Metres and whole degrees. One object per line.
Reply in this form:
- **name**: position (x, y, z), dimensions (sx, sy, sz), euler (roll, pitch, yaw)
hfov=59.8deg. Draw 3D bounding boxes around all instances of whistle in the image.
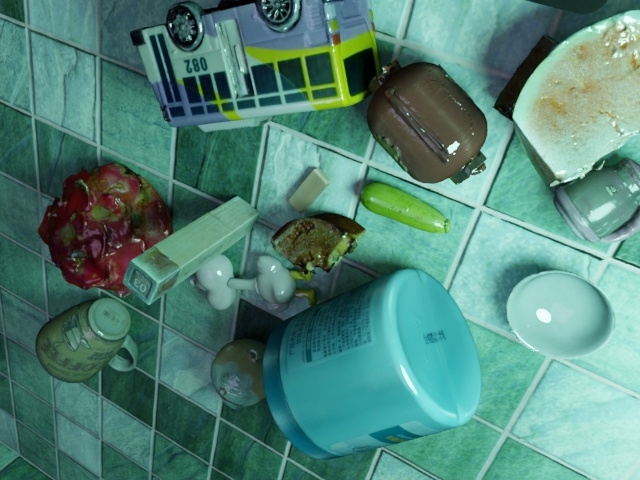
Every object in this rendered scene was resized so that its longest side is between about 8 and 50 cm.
- **whistle**: position (-0.230, 0.399, 1.544), dimensions (0.189, 0.189, 0.348), euler (37, 137, 8)

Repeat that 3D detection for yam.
- **yam**: position (0.360, -0.264, 0.934), dimensions (0.079, 0.079, 0.141), euler (36, 123, 9)

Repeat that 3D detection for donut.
- **donut**: position (0.005, -0.008, 1.229), dimensions (0.186, 0.126, 0.144), euler (-41, 83, 33)

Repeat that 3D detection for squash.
- **squash**: position (0.172, -0.065, 1.142), dimensions (0.201, 0.066, 0.066), euler (25, 123, 16)

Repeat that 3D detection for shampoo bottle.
- **shampoo bottle**: position (0.110, 0.260, 1.175), dimensions (0.342, 0.331, 0.331), euler (-29, 97, 35)

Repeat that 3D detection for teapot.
- **teapot**: position (0.491, -0.061, 0.940), dimensions (0.146, 0.116, 0.148), euler (-37, 89, 26)

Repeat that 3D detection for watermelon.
- **watermelon**: position (0.449, -0.214, 0.832), dimensions (0.305, 0.180, 0.224), euler (-34, 135, 14)

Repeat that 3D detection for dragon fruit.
- **dragon fruit**: position (-0.597, -0.009, 1.504), dimensions (0.386, 0.249, 0.371), euler (-11, 103, 30)

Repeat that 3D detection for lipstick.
- **lipstick**: position (-0.271, 0.008, 1.235), dimensions (0.079, 0.371, 0.076), euler (38, 127, 8)

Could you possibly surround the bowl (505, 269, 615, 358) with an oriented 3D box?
- **bowl**: position (0.458, 0.126, 1.065), dimensions (0.189, 0.086, 0.189), euler (12, 117, 24)

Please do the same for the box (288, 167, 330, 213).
- **box**: position (-0.026, -0.112, 1.256), dimensions (0.048, 0.025, 0.115), euler (48, 127, 7)

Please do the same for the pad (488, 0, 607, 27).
- **pad**: position (0.294, -0.467, 0.827), dimensions (0.375, 0.063, 0.315), euler (42, 144, 40)

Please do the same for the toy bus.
- **toy bus**: position (-0.123, -0.352, 1.079), dimensions (0.439, 0.209, 0.249), euler (0, 115, 27)

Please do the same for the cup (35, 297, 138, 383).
- **cup**: position (-0.688, 0.316, 1.742), dimensions (0.257, 0.227, 0.301), euler (-30, 126, 32)

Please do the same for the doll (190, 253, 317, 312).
- **doll**: position (-0.187, 0.109, 1.413), dimensions (0.365, 0.094, 0.160), euler (2, 117, 28)

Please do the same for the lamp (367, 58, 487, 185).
- **lamp**: position (0.190, -0.205, 0.993), dimensions (0.258, 0.180, 0.180), euler (48, 127, 2)
